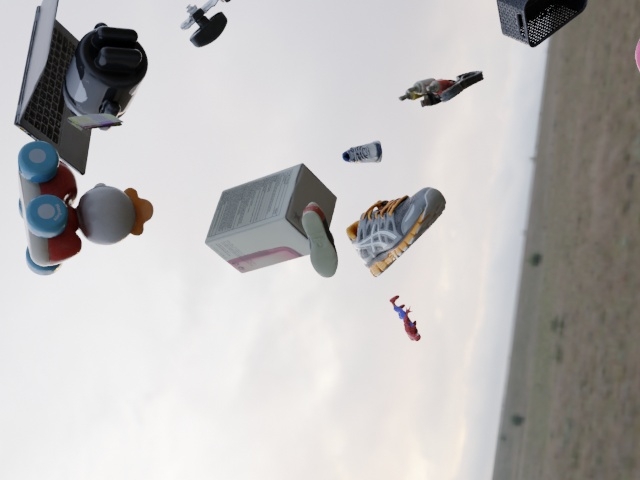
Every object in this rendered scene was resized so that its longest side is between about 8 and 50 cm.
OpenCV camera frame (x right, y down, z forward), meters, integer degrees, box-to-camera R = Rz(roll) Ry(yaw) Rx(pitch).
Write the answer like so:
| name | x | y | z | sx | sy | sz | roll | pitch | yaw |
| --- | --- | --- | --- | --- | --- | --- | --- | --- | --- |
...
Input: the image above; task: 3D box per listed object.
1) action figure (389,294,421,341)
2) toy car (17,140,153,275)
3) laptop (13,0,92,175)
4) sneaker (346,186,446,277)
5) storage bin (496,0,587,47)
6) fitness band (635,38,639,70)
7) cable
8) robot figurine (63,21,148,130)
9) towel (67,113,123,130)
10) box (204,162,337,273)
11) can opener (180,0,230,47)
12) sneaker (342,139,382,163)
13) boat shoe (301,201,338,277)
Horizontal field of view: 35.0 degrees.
| name | x | y | z | sx | sy | sz | roll | pitch | yaw |
| --- | --- | --- | --- | --- | --- | --- | --- | --- | --- |
| action figure | 0.146 | 0.134 | 1.704 | 0.115 | 0.030 | 0.038 | -111 | -6 | -57 |
| toy car | -0.434 | -0.064 | 1.893 | 0.219 | 0.238 | 0.210 | 122 | 137 | -61 |
| laptop | -0.613 | -0.443 | 2.538 | 0.408 | 0.236 | 0.382 | 44 | -141 | -50 |
| sneaker | 0.096 | -0.021 | 1.389 | 0.084 | 0.083 | 0.215 | -40 | -4 | -34 |
| storage bin | 0.468 | -0.507 | 2.141 | 0.180 | 0.084 | 0.122 | -37 | -44 | -16 |
| fitness band | 0.652 | -0.279 | 1.664 | 0.209 | 0.291 | 0.054 | 37 | -104 | -37 |
| cable | 0.325 | -0.391 | 2.482 | 0.287 | 0.139 | 0.072 | -32 | -74 | -40 |
| robot figurine | -0.514 | -0.392 | 2.412 | 0.278 | 0.173 | 0.209 | -45 | 13 | 53 |
| towel | -0.396 | -0.209 | 1.783 | 0.083 | 0.060 | 0.009 | -15 | -58 | -39 |
| box | -0.102 | -0.042 | 2.101 | 0.127 | 0.232 | 0.148 | 43 | -132 | -35 |
| can opener | -0.208 | -0.560 | 2.328 | 0.280 | 0.093 | 0.074 | -44 | 26 | -4 |
| sneaker | 0.095 | -0.197 | 2.331 | 0.135 | 0.058 | 0.052 | -11 | 89 | 62 |
| boat shoe | 0.000 | 0.000 | 1.752 | 0.043 | 0.049 | 0.137 | -79 | -26 | -61 |
